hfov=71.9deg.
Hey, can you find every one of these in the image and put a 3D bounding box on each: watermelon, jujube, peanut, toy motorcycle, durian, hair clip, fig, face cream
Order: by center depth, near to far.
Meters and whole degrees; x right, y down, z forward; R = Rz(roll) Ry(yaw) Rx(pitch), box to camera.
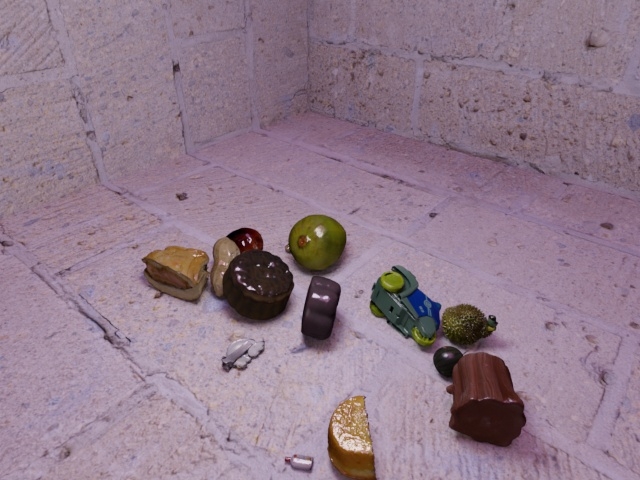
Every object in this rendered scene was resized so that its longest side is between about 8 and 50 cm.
[{"bbox_3d":[-0.063,0.646,1.292,0.083,0.021,0.040,6,33,8],"label":"face cream"},{"bbox_3d":[0.466,0.421,1.562,0.133,0.105,0.105,-23,36,-2],"label":"watermelon"},{"bbox_3d":[-0.293,0.410,1.626,0.116,0.049,0.172,25,38,25],"label":"hair clip"},{"bbox_3d":[0.560,0.323,1.694,0.198,0.146,0.159,4,17,-6],"label":"durian"},{"bbox_3d":[0.362,0.266,1.756,0.200,0.191,0.326,-22,54,-34],"label":"toy motorcycle"},{"bbox_3d":[-0.420,0.116,1.951,0.130,0.130,0.290,0,60,-1],"label":"peanut"},{"bbox_3d":[0.000,0.000,2.087,0.258,0.257,0.326,19,18,25],"label":"fig"},{"bbox_3d":[-0.389,0.024,2.121,0.237,0.168,0.168,-5,30,23],"label":"jujube"}]

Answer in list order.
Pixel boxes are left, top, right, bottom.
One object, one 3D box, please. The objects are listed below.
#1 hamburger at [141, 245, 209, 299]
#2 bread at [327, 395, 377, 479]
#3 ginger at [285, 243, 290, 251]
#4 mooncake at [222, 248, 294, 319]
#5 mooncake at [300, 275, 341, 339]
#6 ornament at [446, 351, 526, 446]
[{"bbox_3d":[-0.594,0.131,1.942,0.330,0.162,0.209,15,33,26],"label":"hamburger"},{"bbox_3d":[0.089,0.573,1.295,0.140,0.143,0.229,0,31,-3],"label":"bread"},{"bbox_3d":[-0.096,0.019,2.212,0.165,0.067,0.096,-38,53,-24],"label":"ginger"},{"bbox_3d":[-0.251,0.169,1.810,0.291,0.161,0.290,16,43,-15],"label":"mooncake"},{"bbox_3d":[-0.002,0.257,1.701,0.134,0.244,0.245,13,35,5],"label":"mooncake"},{"bbox_3d":[0.524,0.490,1.396,0.235,0.221,0.217,-36,16,28],"label":"ornament"}]
